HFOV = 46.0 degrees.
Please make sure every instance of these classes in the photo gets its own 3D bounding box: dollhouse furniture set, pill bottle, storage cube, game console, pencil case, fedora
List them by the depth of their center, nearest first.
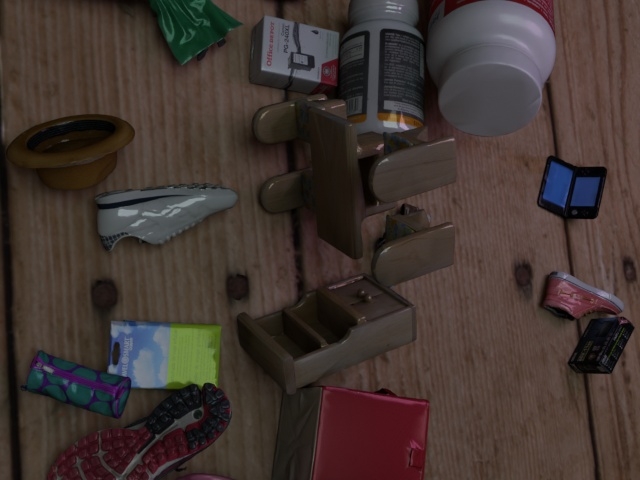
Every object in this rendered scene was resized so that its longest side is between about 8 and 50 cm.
[{"bbox_3d":[-0.360,0.215,1.122,0.152,0.070,0.064,16,60,3],"label":"pencil case"},{"bbox_3d":[-0.382,-0.132,1.174,0.194,0.194,0.079,-20,127,-25],"label":"fedora"},{"bbox_3d":[0.000,0.000,1.195,0.257,0.362,0.394,-18,119,-26],"label":"dollhouse furniture set"},{"bbox_3d":[0.045,0.343,1.238,0.193,0.184,0.214,13,77,-20],"label":"storage cube"},{"bbox_3d":[0.113,-0.304,1.385,0.162,0.162,0.278,7,78,-22],"label":"pill bottle"},{"bbox_3d":[0.313,-0.395,1.388,0.229,0.229,0.407,23,52,-18],"label":"pill bottle"},{"bbox_3d":[0.531,-0.113,1.586,0.071,0.107,0.122,34,68,-45],"label":"game console"}]

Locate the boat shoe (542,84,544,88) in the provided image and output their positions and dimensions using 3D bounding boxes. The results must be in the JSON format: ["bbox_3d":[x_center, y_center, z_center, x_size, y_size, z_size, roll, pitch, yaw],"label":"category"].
[{"bbox_3d":[0.408,-0.375,1.585,0.170,0.063,0.059,49,53,-7],"label":"boat shoe"}]

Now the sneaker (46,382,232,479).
[{"bbox_3d":[-0.268,0.331,1.153,0.299,0.112,0.120,-25,70,-12],"label":"sneaker"}]

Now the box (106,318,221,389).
[{"bbox_3d":[-0.252,0.185,1.214,0.178,0.042,0.109,6,79,-21],"label":"box"}]

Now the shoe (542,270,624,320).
[{"bbox_3d":[0.540,0.134,1.553,0.178,0.063,0.081,25,74,-12],"label":"shoe"}]

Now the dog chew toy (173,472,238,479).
[{"bbox_3d":[-0.185,0.524,1.109,0.207,0.207,0.331,14,83,-20],"label":"dog chew toy"}]

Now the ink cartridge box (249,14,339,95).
[{"bbox_3d":[-0.048,-0.335,1.377,0.151,0.063,0.109,7,79,-22],"label":"ink cartridge box"}]

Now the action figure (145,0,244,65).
[{"bbox_3d":[-0.258,-0.423,1.303,0.137,0.063,0.232,-38,90,-22],"label":"action figure"}]

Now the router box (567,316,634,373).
[{"bbox_3d":[0.571,0.213,1.534,0.038,0.092,0.122,42,68,-11],"label":"router box"}]

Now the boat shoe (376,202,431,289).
[{"bbox_3d":[0.140,0.011,1.405,0.066,0.066,0.183,33,60,-10],"label":"boat shoe"}]

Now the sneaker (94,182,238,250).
[{"bbox_3d":[-0.249,-0.044,1.242,0.235,0.090,0.094,-8,97,-20],"label":"sneaker"}]
